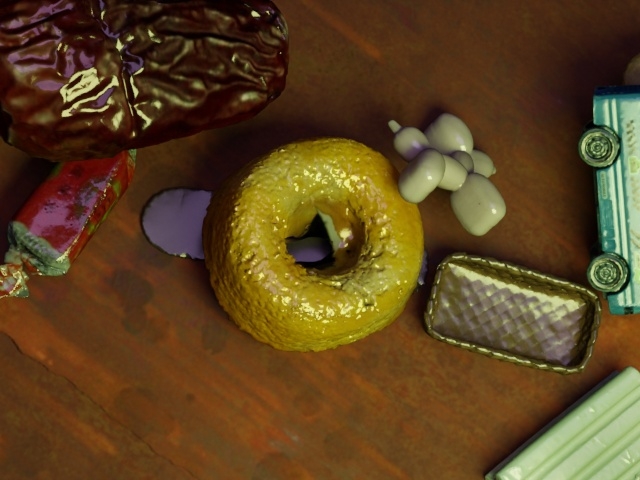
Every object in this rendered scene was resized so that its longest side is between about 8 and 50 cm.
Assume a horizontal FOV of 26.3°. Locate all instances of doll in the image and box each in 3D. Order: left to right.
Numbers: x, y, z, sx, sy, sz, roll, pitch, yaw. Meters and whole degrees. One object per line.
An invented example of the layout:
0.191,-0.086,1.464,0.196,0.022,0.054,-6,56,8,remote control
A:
0.142,-0.082,1.511,0.161,0.059,0.160,24,35,-30,doll

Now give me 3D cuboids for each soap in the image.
0.294,0.243,1.497,0.198,0.066,0.119,-36,87,-12,soap

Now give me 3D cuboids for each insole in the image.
-0.037,-0.001,1.535,0.328,0.007,0.111,10,76,-5,insole

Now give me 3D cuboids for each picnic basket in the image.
0.210,0.084,1.524,0.193,0.055,0.110,17,78,-4,picnic basket

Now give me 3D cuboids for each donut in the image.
-0.003,0.000,1.485,0.253,0.118,0.253,7,70,-19,donut

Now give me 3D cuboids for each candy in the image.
-0.266,-0.047,1.489,0.086,0.059,0.292,34,76,2,candy

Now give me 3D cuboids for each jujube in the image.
-0.197,-0.192,1.430,0.342,0.216,0.216,-9,80,-28,jujube

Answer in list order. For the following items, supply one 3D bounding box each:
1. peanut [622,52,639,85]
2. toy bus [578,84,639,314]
0.432,-0.134,1.571,0.214,0.098,0.090,40,51,-3,peanut
0.354,-0.048,1.495,0.134,0.113,0.246,-5,100,13,toy bus
